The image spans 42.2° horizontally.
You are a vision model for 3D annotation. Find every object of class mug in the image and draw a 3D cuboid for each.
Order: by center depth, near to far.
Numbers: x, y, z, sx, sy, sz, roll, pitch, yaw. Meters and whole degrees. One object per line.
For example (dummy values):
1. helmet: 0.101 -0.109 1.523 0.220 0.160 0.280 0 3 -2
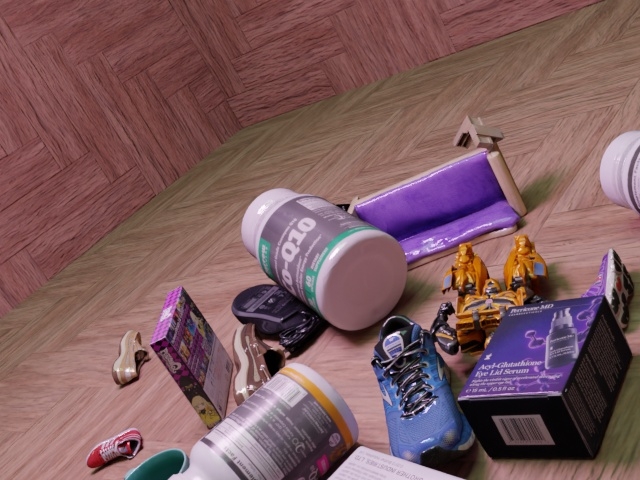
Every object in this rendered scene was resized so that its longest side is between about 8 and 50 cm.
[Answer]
1. mug: -0.247 0.408 1.331 0.129 0.097 0.158 -31 18 -2

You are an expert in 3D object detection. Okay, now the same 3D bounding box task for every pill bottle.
1. pill bottle: -0.090 0.323 1.224 0.278 0.162 0.162 -39 21 -23
2. pill bottle: 0.587 -0.097 1.311 0.161 0.161 0.283 -33 19 -10
3. pill bottle: -0.006 0.024 1.685 0.204 0.204 0.361 -36 34 -17

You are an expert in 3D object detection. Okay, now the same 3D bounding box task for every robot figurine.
1. robot figurine: 0.283 0.090 1.355 0.211 0.085 0.291 -10 22 17

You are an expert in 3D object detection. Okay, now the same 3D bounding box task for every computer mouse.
1. computer mouse: -0.083 0.166 1.777 0.272 0.072 0.188 12 41 45

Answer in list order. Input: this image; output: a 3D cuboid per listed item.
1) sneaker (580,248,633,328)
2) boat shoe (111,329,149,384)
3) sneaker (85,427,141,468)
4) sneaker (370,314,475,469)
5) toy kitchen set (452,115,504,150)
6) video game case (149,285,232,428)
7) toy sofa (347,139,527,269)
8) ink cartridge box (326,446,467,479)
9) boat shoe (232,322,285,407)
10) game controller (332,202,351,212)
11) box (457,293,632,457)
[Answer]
1. sneaker: 0.427 0.074 1.259 0.071 0.068 0.170 -23 20 37
2. boat shoe: -0.453 0.282 2.029 0.072 0.068 0.190 -14 31 7
3. sneaker: -0.406 0.416 1.632 0.118 0.042 0.067 -32 15 -14
4. sneaker: 0.127 0.214 1.209 0.129 0.147 0.330 -27 19 7
5. toy kitchen set: 0.329 -0.201 1.712 0.068 0.075 0.083 4 46 -21
6. video game case: -0.247 0.224 1.632 0.042 0.210 0.232 -27 20 9
7. toy sofa: 0.236 -0.061 1.752 0.362 0.150 0.177 -22 19 21
8. ink cartridge box: 0.020 0.415 0.840 0.395 0.151 0.270 -38 20 -28
9. boat shoe: -0.110 0.240 1.593 0.095 0.095 0.257 -22 30 6
10. game controller: 0.000 0.000 2.070 0.166 0.067 0.319 -10 27 45
11. box: 0.302 0.179 1.102 0.153 0.108 0.207 -14 25 40
